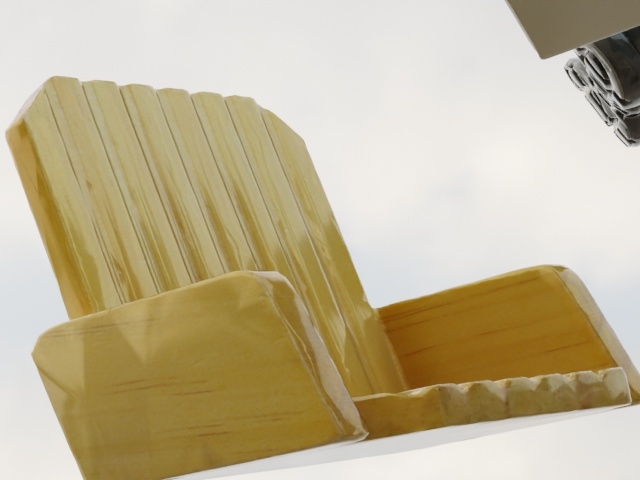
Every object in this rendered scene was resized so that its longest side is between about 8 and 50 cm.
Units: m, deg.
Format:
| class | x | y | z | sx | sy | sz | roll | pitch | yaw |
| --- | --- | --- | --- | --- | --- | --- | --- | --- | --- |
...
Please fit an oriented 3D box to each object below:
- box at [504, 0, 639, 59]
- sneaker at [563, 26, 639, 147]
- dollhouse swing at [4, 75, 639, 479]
| class | x | y | z | sx | sy | sz | roll | pitch | yaw |
| --- | --- | --- | --- | --- | --- | --- | --- | --- | --- |
| box | 0.259 | -0.254 | 1.149 | 0.311 | 0.148 | 0.121 | -20 | -41 | 19 |
| sneaker | 0.277 | -0.151 | 1.482 | 0.106 | 0.101 | 0.267 | -39 | -7 | 1 |
| dollhouse swing | 0.000 | 0.000 | 1.207 | 0.315 | 0.305 | 0.347 | -18 | -13 | 40 |
